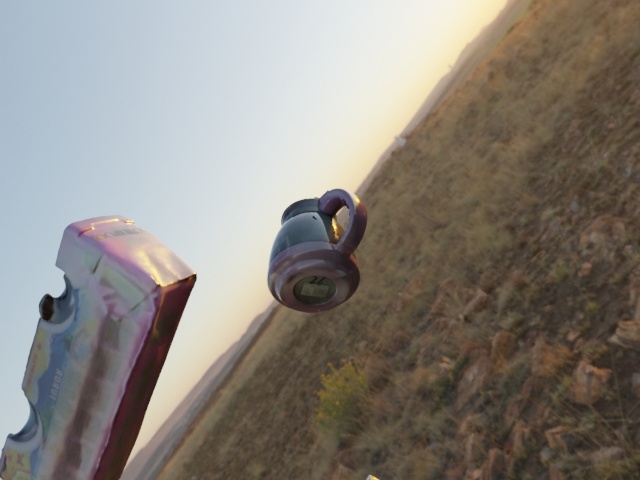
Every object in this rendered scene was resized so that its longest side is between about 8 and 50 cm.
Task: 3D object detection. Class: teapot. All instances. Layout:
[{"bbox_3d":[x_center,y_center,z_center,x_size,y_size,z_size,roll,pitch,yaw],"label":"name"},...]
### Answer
[{"bbox_3d":[-0.010,0.001,0.659,0.146,0.116,0.148,-96,13,-46],"label":"teapot"}]

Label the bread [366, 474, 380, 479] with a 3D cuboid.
[{"bbox_3d":[0.080,0.401,0.719,0.077,0.105,0.152,-68,-26,-7],"label":"bread"}]

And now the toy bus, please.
[{"bbox_3d":[-0.214,0.119,0.487,0.274,0.112,0.090,-67,-12,16],"label":"toy bus"}]
